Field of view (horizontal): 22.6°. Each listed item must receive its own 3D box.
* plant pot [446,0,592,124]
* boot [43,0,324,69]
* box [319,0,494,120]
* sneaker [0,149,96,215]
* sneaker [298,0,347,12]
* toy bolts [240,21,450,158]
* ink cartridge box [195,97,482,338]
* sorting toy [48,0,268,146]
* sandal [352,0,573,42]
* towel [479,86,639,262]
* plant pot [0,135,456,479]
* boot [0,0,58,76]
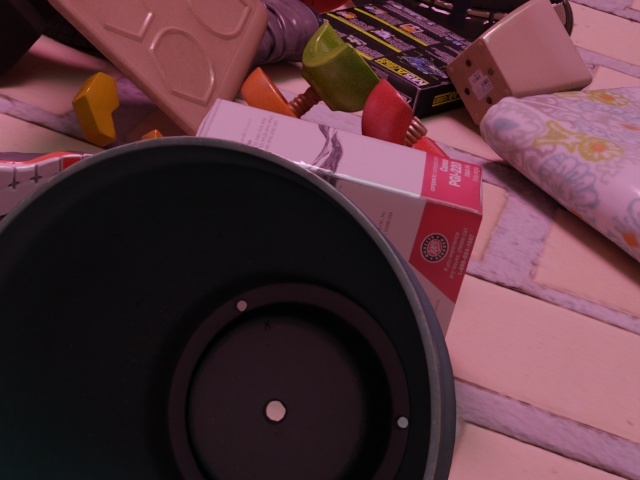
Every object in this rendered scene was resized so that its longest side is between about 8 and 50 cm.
[{"bbox_3d":[0.200,-0.180,1.694,0.096,0.109,0.109,-21,80,-36],"label":"plant pot"},{"bbox_3d":[-0.178,-0.263,1.714,0.338,0.118,0.222,37,30,17],"label":"boot"},{"bbox_3d":[0.090,-0.204,1.784,0.190,0.045,0.184,32,34,29],"label":"box"},{"bbox_3d":[-0.231,-0.055,1.329,0.158,0.061,0.065,2,23,-25],"label":"sneaker"},{"bbox_3d":[-0.071,-0.339,1.916,0.221,0.087,0.128,10,29,-12],"label":"sneaker"},{"bbox_3d":[0.023,-0.056,1.428,0.218,0.158,0.228,48,3,-24],"label":"toy bolts"},{"bbox_3d":[0.000,0.000,1.225,0.218,0.158,0.092,14,29,-2],"label":"ink cartridge box"},{"bbox_3d":[-0.162,-0.183,1.454,0.229,0.041,0.307,47,40,-26],"label":"sorting toy"},{"bbox_3d":[0.159,-0.286,1.927,0.302,0.120,0.086,25,1,17],"label":"sandal"},{"bbox_3d":[0.393,-0.057,1.613,0.374,0.090,0.320,-7,31,-36],"label":"towel"},{"bbox_3d":[-0.049,0.099,0.927,0.293,0.293,0.196,25,3,19],"label":"plant pot"},{"bbox_3d":[-0.266,-0.280,1.558,0.305,0.112,0.115,-40,38,-12],"label":"boot"}]
